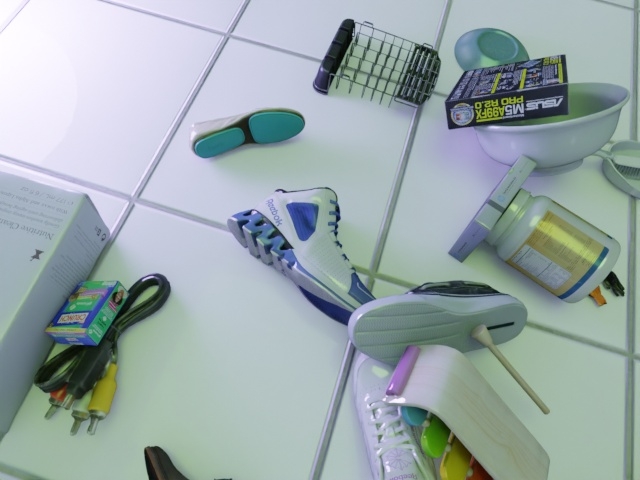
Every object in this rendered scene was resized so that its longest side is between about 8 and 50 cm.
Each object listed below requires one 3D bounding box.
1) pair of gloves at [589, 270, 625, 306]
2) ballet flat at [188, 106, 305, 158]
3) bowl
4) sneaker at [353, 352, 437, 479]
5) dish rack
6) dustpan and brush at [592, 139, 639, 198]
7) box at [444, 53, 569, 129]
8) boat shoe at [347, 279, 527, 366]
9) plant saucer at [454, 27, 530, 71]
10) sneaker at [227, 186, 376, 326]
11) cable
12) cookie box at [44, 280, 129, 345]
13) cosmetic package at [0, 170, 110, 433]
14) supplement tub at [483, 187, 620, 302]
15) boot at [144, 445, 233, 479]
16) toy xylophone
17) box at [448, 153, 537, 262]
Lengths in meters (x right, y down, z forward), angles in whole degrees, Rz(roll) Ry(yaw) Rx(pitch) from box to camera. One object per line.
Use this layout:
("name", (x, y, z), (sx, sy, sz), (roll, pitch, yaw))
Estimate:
("pair of gloves", (0.554, 0.087, 0.944), (0.083, 0.010, 0.074), (-18, 66, -15))
("ballet flat", (-0.159, -0.243, 1.017), (0.248, 0.086, 0.086), (-15, 66, -10))
("bowl", (0.459, -0.218, 0.984), (0.297, 0.134, 0.298), (-12, 25, 6))
("sneaker", (0.124, 0.306, 0.725), (0.114, 0.152, 0.305), (-16, 65, 1))
("dish rack", (0.138, -0.404, 1.119), (0.271, 0.074, 0.208), (20, 66, 4))
("dustpan and brush", (0.650, -0.173, 1.048), (0.211, 0.060, 0.147), (11, 64, 1))
("box", (0.387, -0.308, 0.982), (0.216, 0.060, 0.270), (-1, 29, 26))
("boat shoe", (0.189, 0.134, 0.825), (0.335, 0.121, 0.119), (2, 18, -22))
("plant saucer", (0.434, -0.471, 1.190), (0.194, 0.037, 0.195), (2, 64, -4))
("sneaker", (-0.001, -0.001, 0.880), (0.315, 0.127, 0.182), (38, 70, 15))
("cable", (-0.366, 0.179, 0.822), (0.139, 0.072, 0.287), (9, 50, 19))
("cookie box", (-0.391, 0.121, 0.808), (0.091, 0.040, 0.107), (-3, 45, 22))
("cosmetic package", (-0.542, 0.089, 0.780), (0.217, 0.156, 0.385), (15, 63, 1))
("supplement tub", (0.426, 0.006, 0.898), (0.199, 0.144, 0.144), (36, 67, 13))
("boot", (-0.177, 0.387, 0.723), (0.106, 0.082, 0.219), (-23, 62, -38))
("toy xylophone", (0.245, 0.279, 0.722), (0.323, 0.081, 0.236), (55, 44, -2))
("box", (0.329, -0.059, 0.923), (0.038, 0.145, 0.186), (38, 68, 12))
